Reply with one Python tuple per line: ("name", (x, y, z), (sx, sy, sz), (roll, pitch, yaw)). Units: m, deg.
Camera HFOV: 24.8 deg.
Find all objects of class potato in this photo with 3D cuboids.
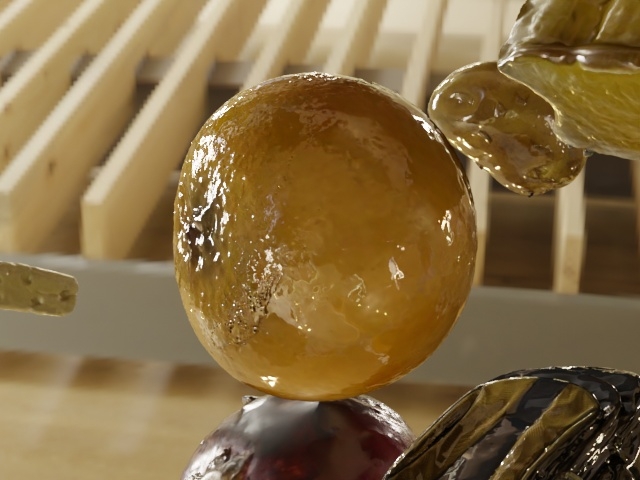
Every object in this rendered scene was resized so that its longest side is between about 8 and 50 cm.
("potato", (0.200, -0.125, 1.511), (0.176, 0.137, 0.137), (37, -164, -25))

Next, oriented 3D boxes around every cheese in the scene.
("cheese", (-0.404, 0.059, 1.883), (0.194, 0.065, 0.043), (13, -164, -37))

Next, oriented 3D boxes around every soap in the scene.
("soap", (0.339, -0.227, 1.109), (0.304, 0.169, 0.339), (13, -110, 43))

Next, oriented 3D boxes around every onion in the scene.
("onion", (0.021, 0.346, 1.667), (0.385, 0.348, 0.348), (30, -170, -34))

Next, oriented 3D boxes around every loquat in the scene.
("loquat", (0.000, 0.000, 1.157), (0.263, 0.263, 0.263), (0, -153, 0))

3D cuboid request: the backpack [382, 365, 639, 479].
("backpack", (0.187, 0.188, 1.249), (0.206, 0.133, 0.258), (9, -140, 41))
